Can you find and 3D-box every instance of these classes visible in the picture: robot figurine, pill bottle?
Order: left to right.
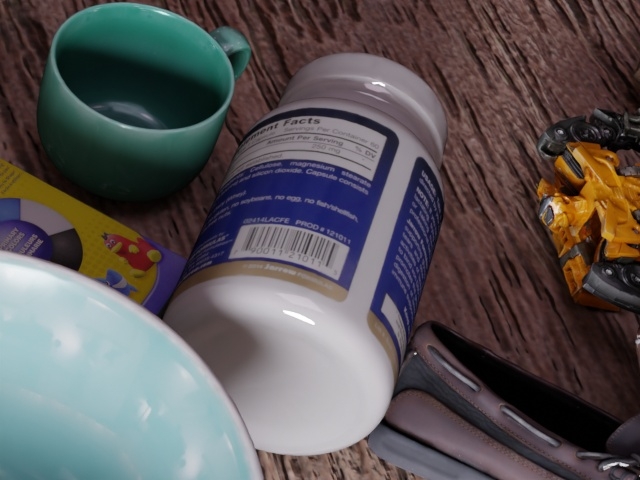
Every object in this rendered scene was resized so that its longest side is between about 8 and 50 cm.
[{"bbox_3d":[0.000,0.000,1.099,0.153,0.153,0.264,23,46,-2],"label":"pill bottle"},{"bbox_3d":[0.296,-0.005,1.269,0.291,0.085,0.211,4,49,-19],"label":"robot figurine"}]

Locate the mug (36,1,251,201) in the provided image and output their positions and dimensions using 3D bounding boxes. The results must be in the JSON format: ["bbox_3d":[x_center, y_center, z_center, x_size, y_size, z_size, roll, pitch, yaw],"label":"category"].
[{"bbox_3d":[-0.123,-0.090,1.167,0.158,0.097,0.129,3,49,-21],"label":"mug"}]

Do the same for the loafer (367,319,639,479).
[{"bbox_3d":[0.168,0.132,1.007,0.303,0.095,0.109,17,6,29],"label":"loafer"}]

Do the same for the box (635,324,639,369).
[{"bbox_3d":[0.319,0.095,1.071,0.169,0.203,0.167,4,38,28],"label":"box"}]

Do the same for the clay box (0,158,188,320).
[{"bbox_3d":[-0.211,0.015,1.070,0.222,0.053,0.127,29,46,3],"label":"clay box"}]

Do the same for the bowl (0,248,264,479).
[{"bbox_3d":[-0.199,0.170,0.864,0.312,0.163,0.311,12,47,-13],"label":"bowl"}]

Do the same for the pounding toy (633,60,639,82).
[{"bbox_3d":[0.395,-0.150,1.438,0.206,0.094,0.181,35,41,-3],"label":"pounding toy"}]
